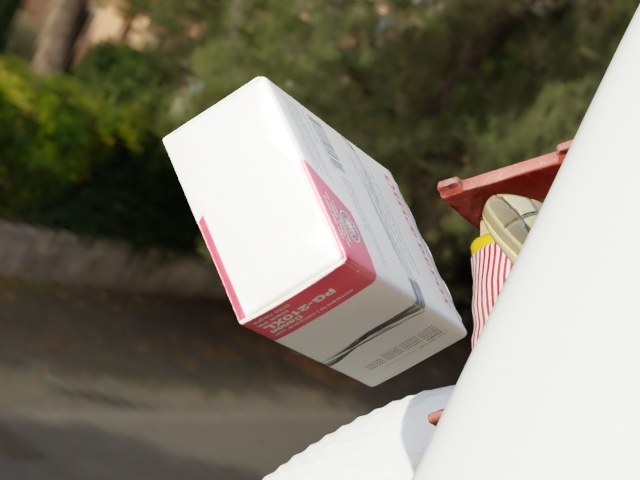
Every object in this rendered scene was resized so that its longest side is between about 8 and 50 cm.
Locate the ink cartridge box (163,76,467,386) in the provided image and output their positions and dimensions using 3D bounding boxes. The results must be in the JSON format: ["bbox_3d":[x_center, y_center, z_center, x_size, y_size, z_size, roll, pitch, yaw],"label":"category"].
[{"bbox_3d":[0.000,0.000,1.529,0.237,0.100,0.172,32,30,-60],"label":"ink cartridge box"}]

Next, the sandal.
[{"bbox_3d":[0.143,0.038,1.184,0.072,0.049,0.180,7,40,-40],"label":"sandal"}]

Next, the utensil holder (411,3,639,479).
[{"bbox_3d":[0.189,0.115,0.690,0.327,0.385,0.327,26,2,-1],"label":"utensil holder"}]

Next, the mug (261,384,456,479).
[{"bbox_3d":[0.071,0.289,1.770,0.276,0.328,0.374,52,-2,9],"label":"mug"}]

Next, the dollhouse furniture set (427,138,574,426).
[{"bbox_3d":[0.270,0.023,1.330,0.152,0.374,0.201,39,42,-43],"label":"dollhouse furniture set"}]
